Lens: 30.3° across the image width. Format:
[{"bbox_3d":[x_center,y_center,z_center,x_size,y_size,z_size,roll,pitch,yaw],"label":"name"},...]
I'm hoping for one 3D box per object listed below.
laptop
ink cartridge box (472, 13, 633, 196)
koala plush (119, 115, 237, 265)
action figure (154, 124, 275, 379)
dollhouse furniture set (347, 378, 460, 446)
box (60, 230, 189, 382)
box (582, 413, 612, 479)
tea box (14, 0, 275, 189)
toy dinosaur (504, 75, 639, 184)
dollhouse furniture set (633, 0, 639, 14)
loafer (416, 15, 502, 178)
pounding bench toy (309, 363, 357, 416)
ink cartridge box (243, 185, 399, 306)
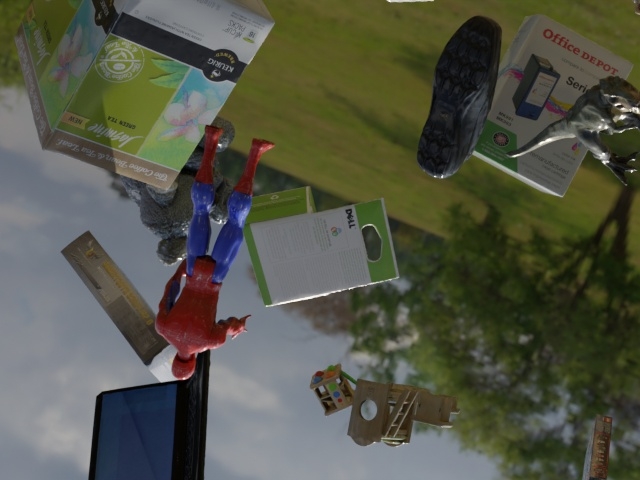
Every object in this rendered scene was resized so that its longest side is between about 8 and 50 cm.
[{"bbox_3d":[-0.234,0.275,1.578,0.137,0.234,0.264,6,153,-12],"label":"laptop"},{"bbox_3d":[0.313,-0.190,1.658,0.154,0.212,0.093,28,-177,-8],"label":"ink cartridge box"},{"bbox_3d":[-0.242,-0.075,1.944,0.203,0.196,0.221,-2,-145,1],"label":"koala plush"},{"bbox_3d":[-0.116,0.017,1.320,0.092,0.280,0.139,16,-174,6],"label":"action figure"},{"bbox_3d":[0.160,0.289,1.878,0.161,0.101,0.182,8,175,32],"label":"dollhouse furniture set"},{"bbox_3d":[-0.284,0.112,1.785,0.231,0.056,0.183,49,171,23],"label":"box"},{"bbox_3d":[0.413,0.341,1.774,0.027,0.093,0.137,12,-144,10],"label":"box"},{"bbox_3d":[-0.277,-0.313,1.770,0.220,0.323,0.329,17,-151,-33],"label":"tea box"},{"bbox_3d":[0.311,-0.120,1.293,0.118,0.064,0.268,22,163,-10],"label":"toy dinosaur"},{"bbox_3d":[0.453,-0.316,1.601,0.081,0.091,0.114,21,-138,-1],"label":"dollhouse furniture set"},{"bbox_3d":[0.183,-0.185,1.510,0.076,0.223,0.078,31,-147,26],"label":"loafer"},{"bbox_3d":[0.032,0.235,1.928,0.065,0.083,0.052,63,-167,-13],"label":"pounding bench toy"},{"bbox_3d":[0.000,0.000,2.148,0.255,0.188,0.097,-11,-146,3],"label":"ink cartridge box"}]
